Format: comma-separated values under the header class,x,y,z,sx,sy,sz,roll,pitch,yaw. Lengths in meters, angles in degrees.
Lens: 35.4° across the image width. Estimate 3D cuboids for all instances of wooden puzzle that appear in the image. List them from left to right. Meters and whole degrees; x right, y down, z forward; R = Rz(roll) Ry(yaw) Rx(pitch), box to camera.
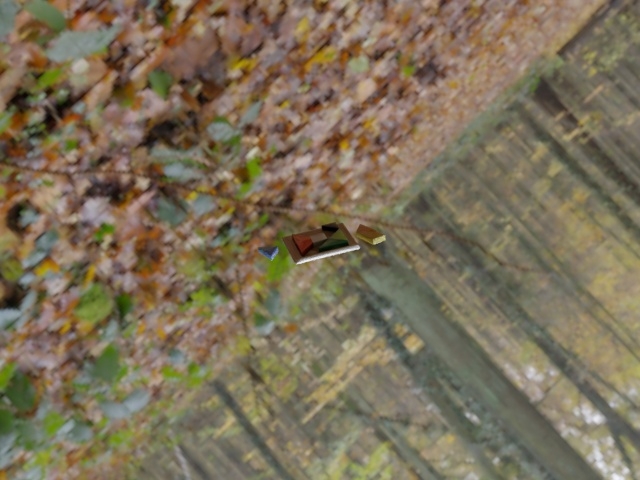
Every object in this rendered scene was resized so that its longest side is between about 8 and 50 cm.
class,x,y,z,sx,sy,sz,roll,pitch,yaw
wooden puzzle,0.000,0.000,1.018,0.116,0.014,0.078,-17,-157,-16
